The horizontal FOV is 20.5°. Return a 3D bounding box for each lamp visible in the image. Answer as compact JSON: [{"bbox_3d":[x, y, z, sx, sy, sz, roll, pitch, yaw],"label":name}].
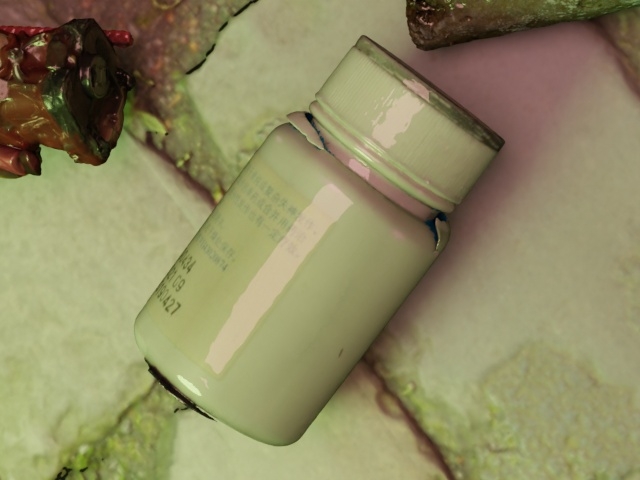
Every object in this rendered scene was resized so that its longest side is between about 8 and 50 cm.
[{"bbox_3d":[-0.263,-0.109,1.286,0.253,0.118,0.118,5,89,22],"label":"lamp"}]

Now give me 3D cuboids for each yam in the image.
[{"bbox_3d":[0.143,-0.178,1.190,0.179,0.078,0.078,-7,85,16],"label":"yam"}]

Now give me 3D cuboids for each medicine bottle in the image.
[{"bbox_3d":[0.000,0.000,1.188,0.143,0.143,0.258,39,99,15],"label":"medicine bottle"}]
